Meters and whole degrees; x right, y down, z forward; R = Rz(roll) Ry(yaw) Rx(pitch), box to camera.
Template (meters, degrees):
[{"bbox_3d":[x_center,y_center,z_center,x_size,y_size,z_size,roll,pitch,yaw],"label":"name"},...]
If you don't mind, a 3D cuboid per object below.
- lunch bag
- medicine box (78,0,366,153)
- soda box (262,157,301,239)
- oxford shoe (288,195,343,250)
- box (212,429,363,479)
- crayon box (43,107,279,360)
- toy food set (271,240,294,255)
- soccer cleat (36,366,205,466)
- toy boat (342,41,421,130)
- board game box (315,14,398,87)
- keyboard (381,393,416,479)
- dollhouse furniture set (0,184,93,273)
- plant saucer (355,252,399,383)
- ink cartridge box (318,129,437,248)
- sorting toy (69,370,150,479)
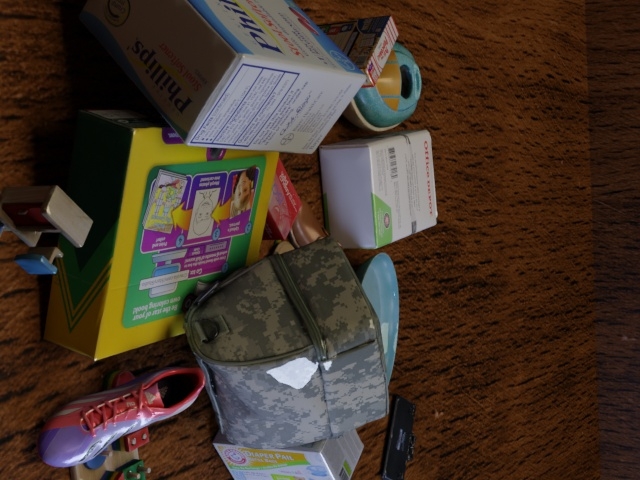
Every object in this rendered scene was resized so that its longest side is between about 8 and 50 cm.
[{"bbox_3d":[-0.054,0.168,1.732,0.305,0.256,0.212,83,-19,-53],"label":"lunch bag"},{"bbox_3d":[-0.130,-0.261,1.605,0.149,0.263,0.289,-52,154,23],"label":"medicine box"},{"bbox_3d":[-0.124,-0.121,1.905,0.263,0.084,0.092,63,39,-37],"label":"soda box"},{"bbox_3d":[0.000,0.000,2.130,0.212,0.076,0.076,62,41,-36],"label":"oxford shoe"},{"bbox_3d":[-0.053,0.329,1.897,0.103,0.203,0.114,-62,140,-41],"label":"box"},{"bbox_3d":[-0.211,-0.024,1.650,0.363,0.106,0.313,-12,119,-60],"label":"crayon box"},{"bbox_3d":[-0.064,0.041,2.069,0.083,0.020,0.082,58,42,-42],"label":"toy food set"},{"bbox_3d":[-0.266,0.229,1.582,0.248,0.095,0.083,-20,80,-41],"label":"soccer cleat"},{"bbox_3d":[0.117,-0.370,2.268,0.267,0.148,0.318,-19,106,-59],"label":"toy boat"},{"bbox_3d":[0.024,-0.325,2.057,0.045,0.194,0.146,62,40,-39],"label":"board game box"},{"bbox_3d":[0.167,0.422,2.467,0.108,0.023,0.180,36,59,-47],"label":"keyboard"},{"bbox_3d":[-0.387,-0.003,1.338,0.129,0.184,0.129,52,46,-47],"label":"dollhouse furniture set"},{"bbox_3d":[0.089,0.180,2.264,0.317,0.044,0.317,4,90,-71],"label":"plant saucer"},{"bbox_3d":[0.117,-0.104,2.294,0.273,0.115,0.198,-19,106,-59],"label":"ink cartridge box"},{"bbox_3d":[-0.287,0.328,1.647,0.132,0.046,0.274,-19,107,-59],"label":"sorting toy"}]
